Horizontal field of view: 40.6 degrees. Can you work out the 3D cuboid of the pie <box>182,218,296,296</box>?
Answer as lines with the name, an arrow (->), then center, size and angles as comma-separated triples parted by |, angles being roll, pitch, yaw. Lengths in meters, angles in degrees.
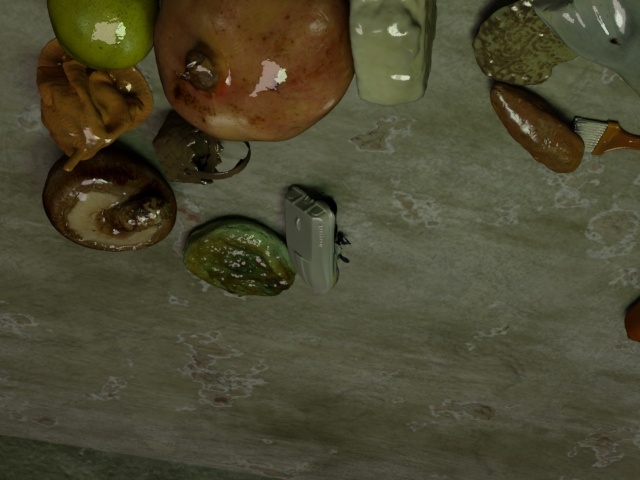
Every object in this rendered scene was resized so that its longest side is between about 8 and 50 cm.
pie -> -0.194, 0.051, 2.026 | 0.276, 0.079, 0.277 | 3, 140, 3

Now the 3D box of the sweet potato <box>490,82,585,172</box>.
sweet potato -> 0.404, -0.218, 1.635 | 0.251, 0.097, 0.097 | 36, 132, -25

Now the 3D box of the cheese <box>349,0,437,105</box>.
cheese -> 0.118, -0.369, 1.327 | 0.115, 0.326, 0.318 | 4, 104, 9

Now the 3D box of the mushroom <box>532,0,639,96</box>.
mushroom -> 0.501, -0.318, 1.409 | 0.328, 0.122, 0.159 | 37, 159, -32

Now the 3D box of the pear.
pear -> -0.356, -0.375, 1.422 | 0.198, 0.198, 0.198 | 3, 141, 2

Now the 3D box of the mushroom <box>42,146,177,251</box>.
mushroom -> -0.432, -0.084, 1.804 | 0.278, 0.163, 0.297 | -6, 151, 23

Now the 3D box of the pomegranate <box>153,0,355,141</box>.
pomegranate -> -0.114, -0.301, 1.369 | 0.338, 0.338, 0.338 | 3, 141, 2

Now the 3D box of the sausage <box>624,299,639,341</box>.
sausage -> 0.840, 0.133, 2.025 | 0.097, 0.094, 0.348 | 7, 142, -25

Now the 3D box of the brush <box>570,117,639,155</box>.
brush -> 0.637, -0.190, 1.700 | 0.314, 0.017, 0.090 | 7, 144, -4

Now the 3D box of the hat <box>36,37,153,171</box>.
hat -> -0.445, -0.207, 1.602 | 0.233, 0.233, 0.244 | 28, 134, -25

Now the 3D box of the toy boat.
toy boat -> -0.005, -0.001, 1.914 | 0.140, 0.141, 0.269 | -5, 140, 11

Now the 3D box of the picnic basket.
picnic basket -> -0.225, -0.176, 1.701 | 0.178, 0.128, 0.138 | 12, 147, 18

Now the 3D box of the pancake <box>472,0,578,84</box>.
pancake -> 0.376, -0.346, 1.490 | 0.235, 0.029, 0.212 | -18, 144, 32
